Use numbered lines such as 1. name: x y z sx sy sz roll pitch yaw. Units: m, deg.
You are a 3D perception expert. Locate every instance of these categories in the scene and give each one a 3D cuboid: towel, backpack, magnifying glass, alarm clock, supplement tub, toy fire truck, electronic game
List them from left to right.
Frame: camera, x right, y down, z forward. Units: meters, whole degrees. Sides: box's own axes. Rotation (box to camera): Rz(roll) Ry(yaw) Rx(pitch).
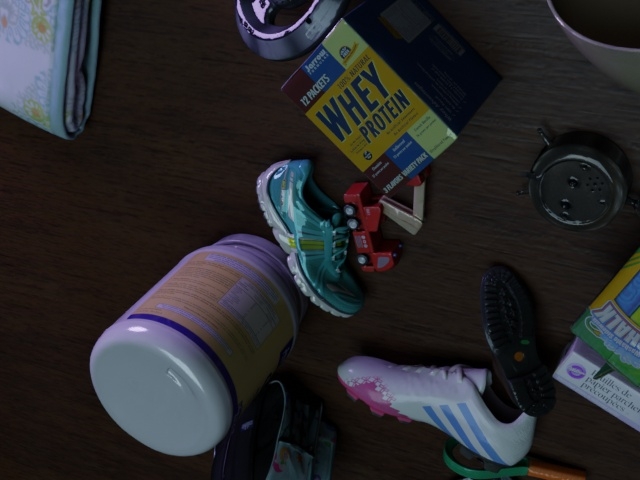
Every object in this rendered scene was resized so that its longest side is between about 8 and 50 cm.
1. towel: -0.502 -0.380 1.496 0.320 0.090 0.374 29 129 13
2. supplement tub: -0.180 0.155 1.492 0.241 0.331 0.241 14 125 21
3. backpack: -0.094 0.409 1.658 0.191 0.253 0.225 36 131 -22
4. electronic game: -0.034 -0.347 1.215 0.229 0.048 0.229 -10 76 44
5. toy fire truck: 0.107 -0.041 1.398 0.135 0.047 0.192 -1 119 28
6. magnifying glass: 0.316 0.367 1.524 0.231 0.092 0.026 9 120 12
7. alarm clock: 0.362 -0.069 1.237 0.192 0.064 0.129 20 126 13

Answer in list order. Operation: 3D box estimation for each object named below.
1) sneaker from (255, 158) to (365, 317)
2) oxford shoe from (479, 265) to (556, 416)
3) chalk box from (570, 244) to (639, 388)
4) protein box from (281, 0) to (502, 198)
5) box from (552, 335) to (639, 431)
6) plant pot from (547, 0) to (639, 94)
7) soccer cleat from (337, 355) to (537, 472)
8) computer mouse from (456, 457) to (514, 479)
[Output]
1. sneaker: 0.000 0.000 1.451 0.110 0.107 0.275 -21 108 26
2. oxford shoe: 0.280 0.149 1.399 0.082 0.096 0.227 -14 93 -8
3. chalk box: 0.458 0.087 1.185 0.179 0.180 0.289 41 131 16
4. protein box: 0.097 -0.203 1.203 0.200 0.201 0.136 45 130 -3
5. box: 0.498 0.250 1.356 0.324 0.067 0.063 32 129 7
6. plant pot: 0.406 -0.254 0.992 0.284 0.284 0.191 -6 147 31
7. soccer cleat: 0.193 0.241 1.501 0.331 0.116 0.143 25 112 10
8. computer mouse: 0.256 0.439 1.622 0.106 0.042 0.193 42 124 -6
